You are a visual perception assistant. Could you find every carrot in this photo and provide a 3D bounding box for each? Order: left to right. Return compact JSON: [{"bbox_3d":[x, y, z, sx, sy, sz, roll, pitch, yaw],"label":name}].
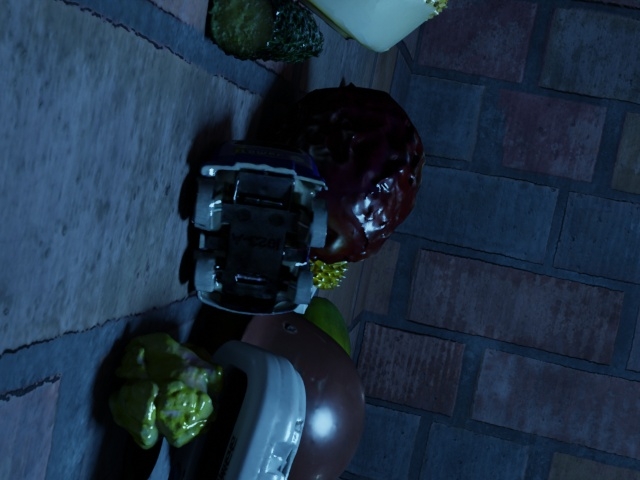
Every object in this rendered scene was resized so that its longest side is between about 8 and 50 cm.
[{"bbox_3d":[-0.142,0.143,1.254,0.060,0.060,0.186,77,30,-67],"label":"carrot"}]

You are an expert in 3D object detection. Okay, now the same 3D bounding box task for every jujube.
[{"bbox_3d":[0.036,-0.111,1.355,0.376,0.259,0.258,-71,168,-48],"label":"jujube"}]

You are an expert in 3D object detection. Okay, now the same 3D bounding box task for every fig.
[{"bbox_3d":[-0.026,0.199,1.620,0.181,0.181,0.191,73,23,-70],"label":"fig"}]

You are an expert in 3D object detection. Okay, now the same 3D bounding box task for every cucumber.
[{"bbox_3d":[-0.053,-0.285,1.139,0.359,0.096,0.096,-35,136,-74],"label":"cucumber"}]

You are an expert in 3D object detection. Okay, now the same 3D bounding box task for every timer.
[{"bbox_3d":[-0.106,0.258,1.012,0.237,0.087,0.261,5,-105,66],"label":"timer"}]

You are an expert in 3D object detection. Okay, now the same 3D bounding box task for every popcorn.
[{"bbox_3d":[-0.172,0.173,0.943,0.126,0.126,0.145,-69,159,1],"label":"popcorn"}]

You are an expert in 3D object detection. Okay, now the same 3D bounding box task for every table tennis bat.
[{"bbox_3d":[-0.181,0.287,1.032,0.169,0.119,0.107,-70,165,-46],"label":"table tennis bat"}]

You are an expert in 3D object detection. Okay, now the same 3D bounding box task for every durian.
[{"bbox_3d":[0.003,-0.011,1.570,0.138,0.183,0.249,-48,-177,16],"label":"durian"}]

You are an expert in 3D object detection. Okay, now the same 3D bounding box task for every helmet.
[{"bbox_3d":[-0.043,0.272,1.314,0.385,0.230,0.337,112,1,-53],"label":"helmet"}]

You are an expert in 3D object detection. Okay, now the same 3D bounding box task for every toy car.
[{"bbox_3d":[-0.084,-0.020,1.114,0.158,0.172,0.235,-89,-171,-58],"label":"toy car"}]

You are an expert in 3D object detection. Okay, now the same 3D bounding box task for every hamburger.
[{"bbox_3d":[0.028,-0.358,0.968,0.179,0.294,0.276,-49,-164,19],"label":"hamburger"}]

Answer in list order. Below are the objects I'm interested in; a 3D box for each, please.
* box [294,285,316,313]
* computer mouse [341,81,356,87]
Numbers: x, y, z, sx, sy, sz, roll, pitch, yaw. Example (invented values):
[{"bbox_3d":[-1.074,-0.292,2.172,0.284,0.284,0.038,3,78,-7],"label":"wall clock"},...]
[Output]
[{"bbox_3d":[-0.049,0.081,1.617,0.154,0.084,0.040,-61,159,-58],"label":"box"},{"bbox_3d":[0.071,-0.249,1.925,0.146,0.078,0.241,-60,160,-55],"label":"computer mouse"}]
